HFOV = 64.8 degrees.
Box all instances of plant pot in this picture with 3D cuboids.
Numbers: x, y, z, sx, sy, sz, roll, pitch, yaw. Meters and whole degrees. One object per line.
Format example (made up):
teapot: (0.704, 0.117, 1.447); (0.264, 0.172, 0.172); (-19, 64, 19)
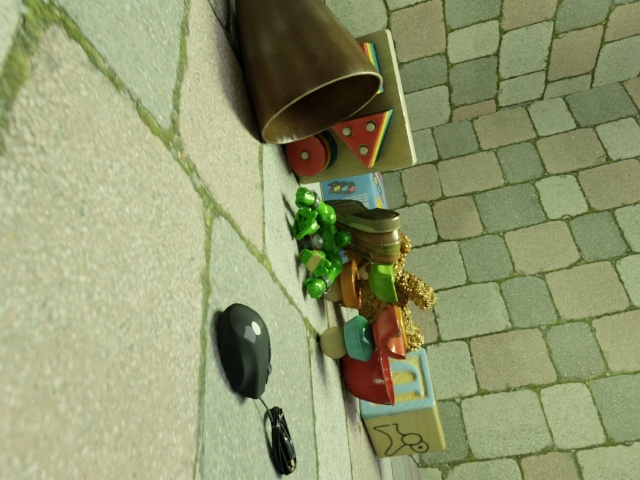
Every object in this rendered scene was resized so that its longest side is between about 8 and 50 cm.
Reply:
plant pot: (-0.044, -0.313, 0.830); (0.230, 0.215, 0.215); (65, 9, 5)

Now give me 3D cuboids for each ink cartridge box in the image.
ink cartridge box: (0.114, -0.047, 1.434); (0.270, 0.151, 0.396); (47, 34, -63)

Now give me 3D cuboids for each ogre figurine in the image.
ogre figurine: (0.000, 0.000, 0.962); (0.118, 0.097, 0.197); (-10, 72, -62)

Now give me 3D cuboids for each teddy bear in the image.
teddy bear: (0.147, 0.139, 1.196); (0.113, 0.245, 0.338); (-38, 145, -39)

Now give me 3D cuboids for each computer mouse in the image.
computer mouse: (-0.058, 0.174, 0.571); (0.071, 0.041, 0.242); (-85, 161, -61)

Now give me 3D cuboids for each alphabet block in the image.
alphabet block: (0.214, 0.431, 1.338); (0.193, 0.192, 0.197); (-85, 161, -53)

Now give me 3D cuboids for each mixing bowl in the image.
mixing bowl: (0.104, 0.291, 1.150); (0.181, 0.098, 0.181); (-11, 90, -80)

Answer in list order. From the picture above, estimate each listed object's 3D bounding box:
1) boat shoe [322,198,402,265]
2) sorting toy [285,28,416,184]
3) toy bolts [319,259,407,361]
boat shoe: (0.063, -0.022, 1.082); (0.307, 0.110, 0.105); (-149, -130, -64)
sorting toy: (0.029, -0.242, 0.980); (0.089, 0.257, 0.256); (-41, 120, -58)
toy bolts: (0.084, 0.171, 1.020); (0.228, 0.158, 0.218); (-81, 158, -62)
